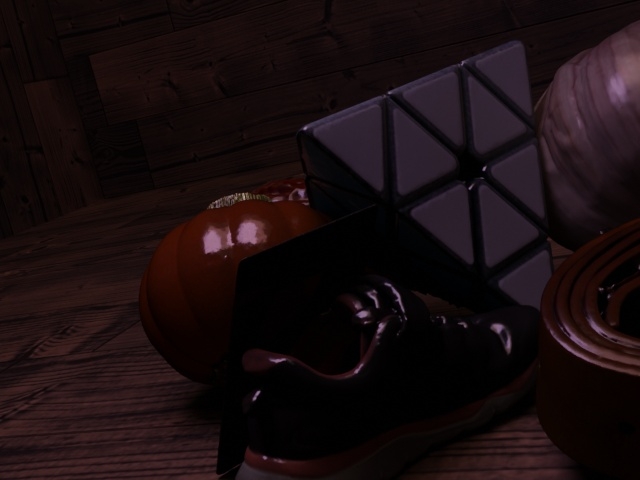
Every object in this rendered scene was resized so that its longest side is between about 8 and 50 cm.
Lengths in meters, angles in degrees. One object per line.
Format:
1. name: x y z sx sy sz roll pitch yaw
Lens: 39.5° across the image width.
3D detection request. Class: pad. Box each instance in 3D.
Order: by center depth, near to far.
1. pad: -0.019 0.080 0.693 0.143 0.211 0.003 -23 45 -39

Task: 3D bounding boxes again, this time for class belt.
1. belt: 0.262 0.057 0.595 0.261 0.105 0.184 -18 30 -23

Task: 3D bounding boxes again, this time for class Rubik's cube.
1. Rubik's cube: 0.101 -0.046 0.861 0.228 0.233 0.228 -4 28 2

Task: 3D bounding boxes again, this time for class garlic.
1. garlic: 0.360 -0.100 0.910 0.317 0.260 0.317 -9 -20 -3

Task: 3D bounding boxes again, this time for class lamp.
1. lamp: -0.062 0.054 0.856 0.223 0.197 0.223 -10 -27 -5

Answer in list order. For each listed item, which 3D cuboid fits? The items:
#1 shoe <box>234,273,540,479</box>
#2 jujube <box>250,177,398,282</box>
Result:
1. shoe: 0.052 0.090 0.679 0.291 0.137 0.114 -20 13 -33
2. jujube: 0.000 0.000 1.141 0.250 0.174 0.174 -2 12 5
